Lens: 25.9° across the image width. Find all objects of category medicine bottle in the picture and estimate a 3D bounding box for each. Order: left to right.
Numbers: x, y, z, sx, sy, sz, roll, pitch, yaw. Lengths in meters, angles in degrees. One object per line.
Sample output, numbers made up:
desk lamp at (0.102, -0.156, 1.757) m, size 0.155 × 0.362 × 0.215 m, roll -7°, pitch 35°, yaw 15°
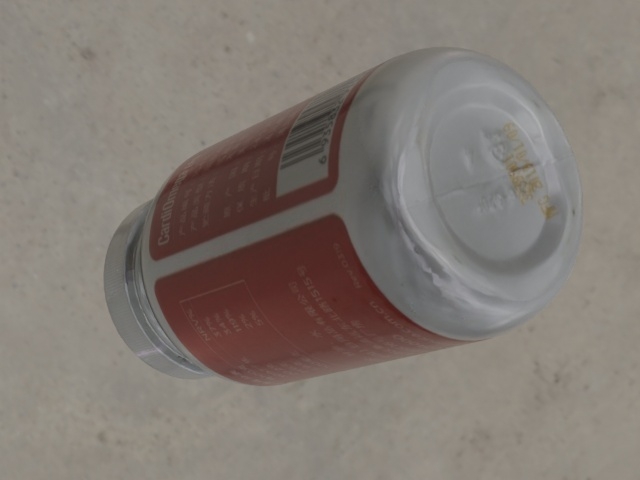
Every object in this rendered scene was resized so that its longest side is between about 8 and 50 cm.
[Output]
medicine bottle at (0.000, 0.000, 0.680) m, size 0.131 × 0.250 × 0.131 m, roll 11°, pitch 72°, yaw -35°
